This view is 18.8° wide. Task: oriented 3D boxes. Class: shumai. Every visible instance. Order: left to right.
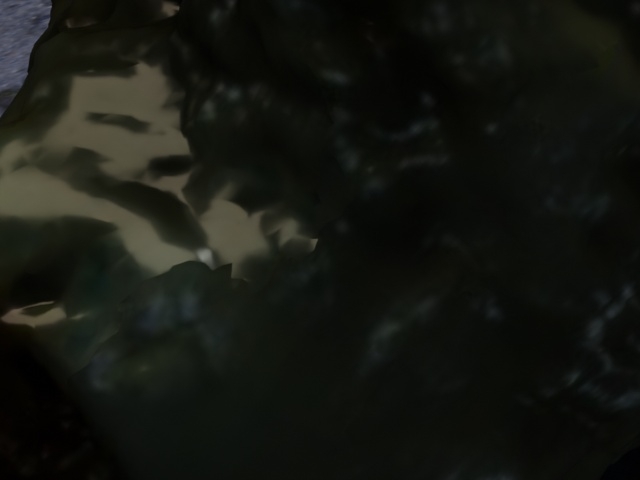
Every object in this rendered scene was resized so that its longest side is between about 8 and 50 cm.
[{"bbox_3d":[0.000,0.000,0.729,0.323,0.397,0.324,-50,24,-10],"label":"shumai"}]
